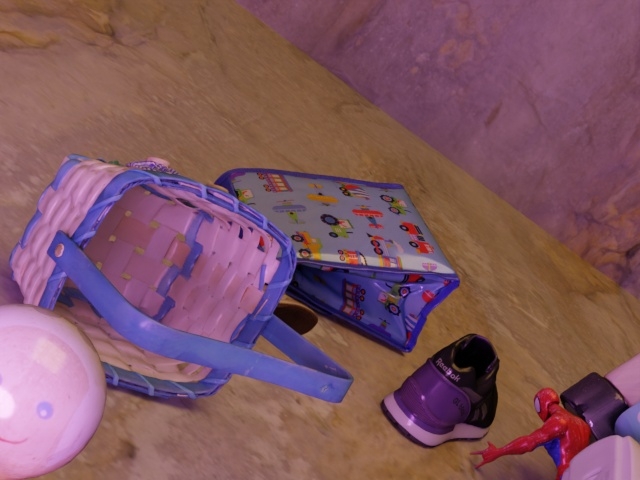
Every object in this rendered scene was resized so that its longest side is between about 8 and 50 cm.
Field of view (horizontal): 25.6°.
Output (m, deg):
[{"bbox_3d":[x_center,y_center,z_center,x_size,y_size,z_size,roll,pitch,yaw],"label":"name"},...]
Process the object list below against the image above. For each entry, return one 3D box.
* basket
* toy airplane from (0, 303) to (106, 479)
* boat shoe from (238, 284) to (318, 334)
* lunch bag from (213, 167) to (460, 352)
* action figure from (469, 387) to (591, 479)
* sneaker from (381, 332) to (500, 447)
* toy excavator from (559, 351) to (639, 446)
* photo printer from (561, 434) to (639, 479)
[{"bbox_3d":[-0.133,0.046,1.251,0.255,0.201,0.289,24,12,-45],"label":"basket"},{"bbox_3d":[-0.197,0.139,0.735,0.386,0.272,0.384,19,25,-48],"label":"toy airplane"},{"bbox_3d":[-0.059,0.073,1.612,0.135,0.050,0.045,23,28,-43],"label":"boat shoe"},{"bbox_3d":[0.000,0.000,1.835,0.293,0.138,0.221,17,28,-31],"label":"lunch bag"},{"bbox_3d":[0.278,0.313,1.658,0.091,0.139,0.280,24,44,-47],"label":"action figure"},{"bbox_3d":[0.187,0.174,1.738,0.107,0.124,0.283,44,17,14],"label":"sneaker"},{"bbox_3d":[0.491,0.274,1.644,0.445,0.222,0.433,52,-9,42],"label":"toy excavator"},{"bbox_3d":[0.371,0.387,1.472,0.307,0.107,0.256,50,26,-12],"label":"photo printer"}]
